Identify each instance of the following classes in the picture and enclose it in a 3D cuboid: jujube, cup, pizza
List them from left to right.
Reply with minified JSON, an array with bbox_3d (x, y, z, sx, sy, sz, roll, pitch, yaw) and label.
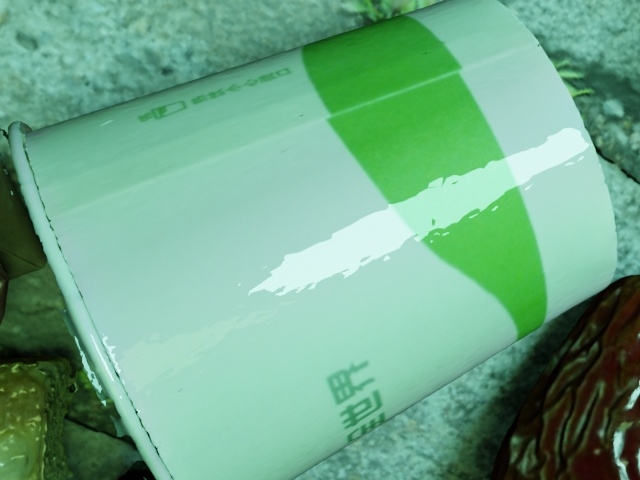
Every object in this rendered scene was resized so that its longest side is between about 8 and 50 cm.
[{"bbox_3d":[-0.252,0.175,0.721,0.204,0.080,0.188,-5,87,4],"label":"pizza"},{"bbox_3d":[0.000,0.000,0.607,0.274,0.253,0.253,-24,111,-5],"label":"cup"},{"bbox_3d":[0.212,0.151,0.730,0.190,0.190,0.255,12,90,-12],"label":"jujube"}]

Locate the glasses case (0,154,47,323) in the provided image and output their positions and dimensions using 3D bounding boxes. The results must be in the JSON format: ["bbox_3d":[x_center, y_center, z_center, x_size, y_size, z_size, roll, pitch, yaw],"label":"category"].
[{"bbox_3d":[-0.265,0.033,0.665,0.193,0.070,0.102,-20,112,0],"label":"glasses case"}]

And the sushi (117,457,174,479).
[{"bbox_3d":[-0.065,0.240,0.724,0.212,0.147,0.115,35,66,-14],"label":"sushi"}]
